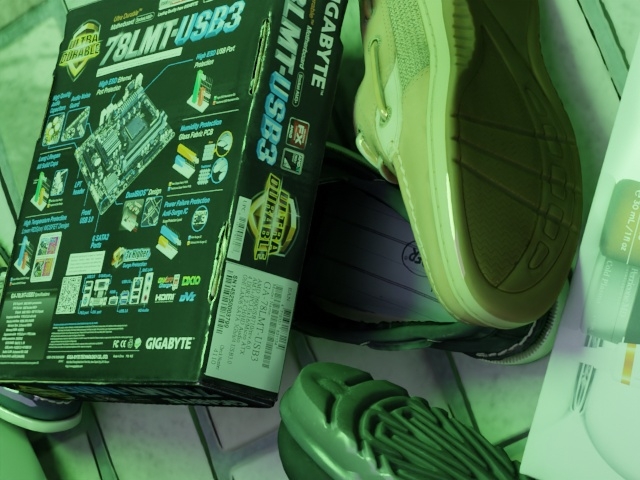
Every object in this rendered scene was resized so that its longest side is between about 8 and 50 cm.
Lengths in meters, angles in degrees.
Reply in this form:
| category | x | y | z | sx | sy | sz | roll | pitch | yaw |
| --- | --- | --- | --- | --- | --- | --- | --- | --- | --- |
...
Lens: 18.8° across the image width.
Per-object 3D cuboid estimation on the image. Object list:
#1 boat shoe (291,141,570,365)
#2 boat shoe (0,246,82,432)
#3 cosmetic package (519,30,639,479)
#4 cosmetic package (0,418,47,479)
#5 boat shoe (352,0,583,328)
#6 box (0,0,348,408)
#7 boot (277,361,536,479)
| category | x | y | z | sx | sy | sz | roll | pitch | yaw |
| --- | --- | --- | --- | --- | --- | --- | --- | --- | --- |
| boat shoe | -0.001 | 0.004 | 1.327 | 0.340 | 0.113 | 0.127 | 25 | 100 | 30 |
| boat shoe | -0.259 | 0.044 | 1.500 | 0.254 | 0.095 | 0.079 | 48 | 123 | 34 |
| cosmetic package | 0.306 | 0.005 | 1.153 | 0.284 | 0.097 | 0.377 | 17 | 96 | 28 |
| cosmetic package | -0.294 | 0.249 | 1.365 | 0.217 | 0.156 | 0.385 | -53 | 35 | 7 |
| boat shoe | 0.085 | -0.081 | 1.251 | 0.110 | 0.122 | 0.341 | -34 | 44 | 38 |
| box | -0.110 | -0.036 | 1.327 | 0.295 | 0.073 | 0.293 | -6 | 68 | 53 |
| boot | 0.023 | 0.352 | 1.237 | 0.367 | 0.146 | 0.445 | 37 | 109 | 7 |
